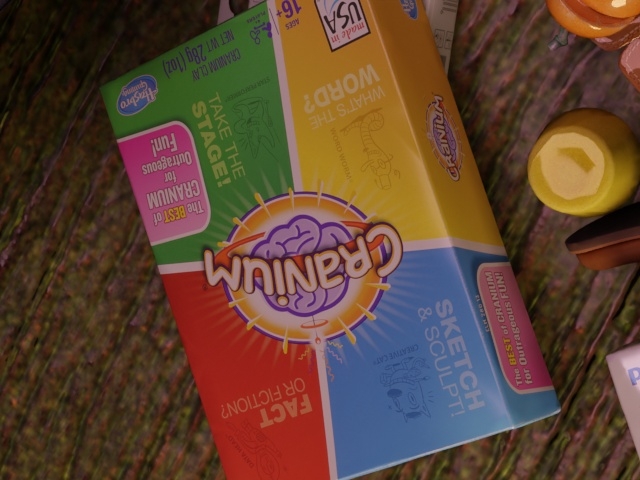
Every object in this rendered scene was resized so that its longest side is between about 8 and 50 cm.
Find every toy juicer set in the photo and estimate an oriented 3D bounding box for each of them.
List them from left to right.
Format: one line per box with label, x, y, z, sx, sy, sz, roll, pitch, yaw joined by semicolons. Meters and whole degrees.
toy juicer set;0.283;-0.114;1.096;0.329;0.089;0.209;1;97;19

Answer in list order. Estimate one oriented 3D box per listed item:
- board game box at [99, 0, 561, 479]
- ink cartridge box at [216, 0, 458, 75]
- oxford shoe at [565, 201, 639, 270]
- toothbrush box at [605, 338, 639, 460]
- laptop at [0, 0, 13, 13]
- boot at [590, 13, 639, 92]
board game box;0.000;0.000;1.248;0.242;0.064;0.316;-23;83;36
ink cartridge box;0.010;-0.155;1.294;0.179;0.045;0.145;13;97;37
oxford shoe;0.260;0.002;1.179;0.212;0.076;0.076;-9;106;23
toothbrush box;0.329;0.171;1.127;0.216;0.126;0.295;-19;84;20
laptop;-0.236;-0.287;1.202;0.382;0.408;0.236;43;118;17
boot;0.229;-0.229;1.177;0.220;0.109;0.283;-40;85;21
